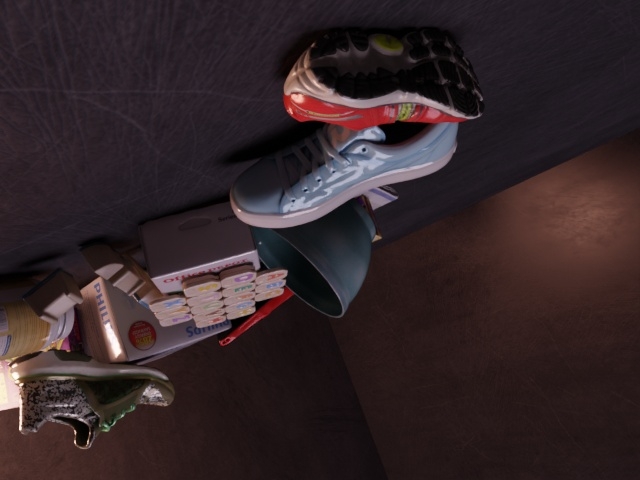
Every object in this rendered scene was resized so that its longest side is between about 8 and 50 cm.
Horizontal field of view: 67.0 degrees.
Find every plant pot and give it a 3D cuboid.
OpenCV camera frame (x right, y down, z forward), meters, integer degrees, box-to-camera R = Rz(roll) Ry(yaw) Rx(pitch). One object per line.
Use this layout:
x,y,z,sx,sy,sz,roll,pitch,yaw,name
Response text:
0.000,0.000,1.081,0.196,0.293,0.293,-46,-179,-19,plant pot

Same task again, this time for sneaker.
0.027,-0.139,0.710,0.365,0.135,0.150,-22,153,-3,sneaker
-0.502,0.372,1.086,0.157,0.182,0.410,-19,150,25,sneaker
0.080,-0.184,0.588,0.278,0.108,0.118,-4,169,-31,sneaker

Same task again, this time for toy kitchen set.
-0.448,0.092,0.955,0.166,0.122,0.207,-42,153,-11,toy kitchen set

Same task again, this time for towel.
0.050,-0.086,1.283,0.284,0.034,0.209,-25,162,26,towel

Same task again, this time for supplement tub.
-0.589,0.149,0.902,0.144,0.145,0.199,-25,171,28,supplement tub

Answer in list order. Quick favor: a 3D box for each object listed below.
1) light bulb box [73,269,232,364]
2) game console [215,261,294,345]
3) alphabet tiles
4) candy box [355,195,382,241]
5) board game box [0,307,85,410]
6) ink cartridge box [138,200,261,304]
-0.519,0.233,1.373,0.360,0.226,0.357,-27,170,33,light bulb box
-0.219,0.170,1.594,0.341,0.060,0.386,-36,-164,-10,game console
-0.205,0.125,1.018,0.277,0.021,0.284,-14,158,-15,alphabet tiles
0.050,-0.025,1.223,0.186,0.109,0.053,-22,164,20,candy box
-0.739,0.307,1.220,0.346,0.208,0.056,-15,178,19,board game box
-0.231,0.048,1.003,0.201,0.117,0.278,-16,158,-10,ink cartridge box
